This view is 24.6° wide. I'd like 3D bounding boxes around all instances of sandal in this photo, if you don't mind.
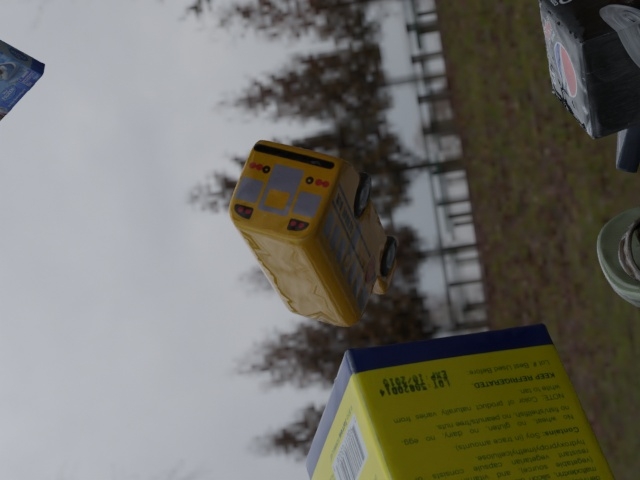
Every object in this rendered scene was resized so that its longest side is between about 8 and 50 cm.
[{"bbox_3d":[0.330,0.014,1.340,0.086,0.120,0.303,58,-177,-17],"label":"sandal"}]

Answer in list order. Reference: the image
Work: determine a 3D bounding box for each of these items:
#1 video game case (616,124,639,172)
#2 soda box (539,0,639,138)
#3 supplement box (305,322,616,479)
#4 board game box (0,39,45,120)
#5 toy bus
[{"bbox_3d":[0.339,-0.229,1.461,0.196,0.026,0.274,-66,-14,-61],"label":"video game case"},{"bbox_3d":[0.193,-0.109,0.698,0.053,0.168,0.060,-116,8,-52],"label":"soda box"},{"bbox_3d":[0.139,0.276,1.236,0.195,0.194,0.357,107,151,-49],"label":"supplement box"},{"bbox_3d":[-0.344,-0.170,1.501,0.090,0.090,0.020,29,-140,-28],"label":"board game box"},{"bbox_3d":[0.000,0.000,1.663,0.333,0.108,0.130,63,-136,-64],"label":"toy bus"}]
